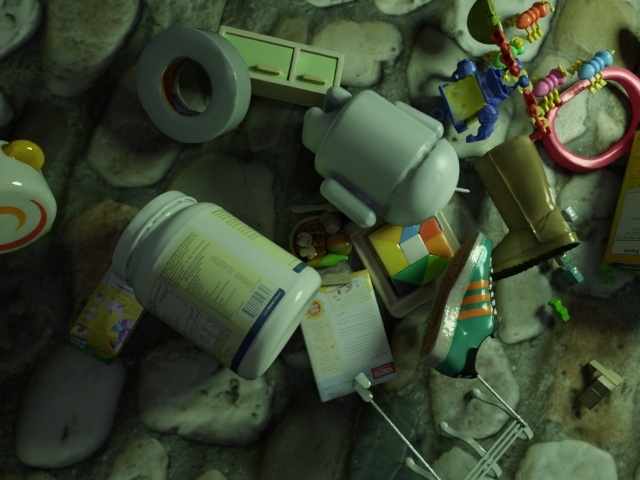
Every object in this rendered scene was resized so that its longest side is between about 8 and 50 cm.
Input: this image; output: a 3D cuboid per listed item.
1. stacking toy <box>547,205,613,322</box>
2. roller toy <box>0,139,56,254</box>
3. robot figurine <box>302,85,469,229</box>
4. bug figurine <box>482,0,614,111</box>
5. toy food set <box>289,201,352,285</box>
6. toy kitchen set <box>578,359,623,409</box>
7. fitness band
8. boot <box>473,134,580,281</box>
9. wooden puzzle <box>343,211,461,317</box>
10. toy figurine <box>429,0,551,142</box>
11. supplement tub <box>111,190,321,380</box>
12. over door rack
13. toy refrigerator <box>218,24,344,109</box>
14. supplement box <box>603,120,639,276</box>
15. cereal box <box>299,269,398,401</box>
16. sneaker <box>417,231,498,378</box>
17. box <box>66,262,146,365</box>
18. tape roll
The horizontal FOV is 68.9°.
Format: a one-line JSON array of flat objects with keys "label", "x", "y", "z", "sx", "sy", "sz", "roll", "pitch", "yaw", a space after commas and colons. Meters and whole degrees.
[{"label": "stacking toy", "x": 0.555, "y": 0.050, "z": 1.079, "sx": 0.167, "sy": 0.052, "sz": 0.221, "roll": -35, "pitch": 91, "yaw": -8}, {"label": "roller toy", "x": -0.605, "y": -0.083, "z": 0.853, "sx": 0.191, "sy": 0.209, "sz": 0.146, "roll": -16, "pitch": 59, "yaw": -40}, {"label": "robot figurine", "x": 0.130, "y": -0.164, "z": 0.950, "sx": 0.353, "sy": 0.200, "sz": 0.300, "roll": 37, "pitch": 73, "yaw": 9}, {"label": "bug figurine", "x": 0.524, "y": -0.432, "z": 1.081, "sx": 0.216, "sy": 0.072, "sz": 0.279, "roll": -41, "pitch": 75, "yaw": -4}, {"label": "toy food set", "x": 0.000, "y": 0.000, "z": 0.987, "sx": 0.132, "sy": 0.038, "sz": 0.192, "roll": -6, "pitch": 70, "yaw": -5}, {"label": "toy kitchen set", "x": 0.627, "y": 0.327, "z": 1.069, "sx": 0.083, "sy": 0.075, "sz": 0.068, "roll": -6, "pitch": 41, "yaw": -40}, {"label": "fitness band", "x": 0.668, "y": -0.291, "z": 1.131, "sx": 0.290, "sy": 0.054, "sz": 0.209, "roll": -33, "pitch": 92, "yaw": -9}, {"label": "boot", "x": 0.405, "y": -0.064, "z": 1.036, "sx": 0.236, "sy": 0.089, "sz": 0.270, "roll": -27, "pitch": 63, "yaw": 22}, {"label": "wooden puzzle", "x": 0.199, "y": 0.019, "z": 1.034, "sx": 0.221, "sy": 0.044, "sz": 0.239, "roll": -30, "pitch": 88, "yaw": -9}, {"label": "toy figurine", "x": 0.321, "y": -0.349, "z": 1.022, "sx": 0.217, "sy": 0.191, "sz": 0.363, "roll": -26, "pitch": 76, "yaw": 31}, {"label": "supplement tub", "x": -0.187, "y": 0.076, "z": 0.867, "sx": 0.324, "sy": 0.235, "sz": 0.235, "roll": 33, "pitch": 80, "yaw": 7}, {"label": "over door rack", "x": 0.243, "y": 0.343, "z": 0.954, "sx": 0.239, "sy": 0.108, "sz": 0.324, "roll": -34, "pitch": 81, "yaw": -25}, {"label": "toy refrigerator", "x": -0.091, "y": -0.372, "z": 1.013, "sx": 0.269, "sy": 0.094, "sz": 0.102, "roll": 11, "pitch": 82, "yaw": -7}, {"label": "supplement box", "x": 0.815, "y": -0.088, "z": 1.030, "sx": 0.195, "sy": 0.194, "sz": 0.357, "roll": 17, "pitch": 87, "yaw": -13}, {"label": "cereal box", "x": 0.049, "y": 0.198, "z": 0.992, "sx": 0.172, "sy": 0.047, "sz": 0.240, "roll": -14, "pitch": 86, "yaw": -10}, {"label": "sneaker", "x": 0.301, "y": 0.132, "z": 0.943, "sx": 0.121, "sy": 0.108, "sz": 0.302, "roll": 27, "pitch": 72, "yaw": -3}, {"label": "box", "x": -0.417, "y": 0.149, "z": 0.939, "sx": 0.105, "sy": 0.043, "sz": 0.179, "roll": 29, "pitch": 78, "yaw": -4}, {"label": "tape roll", "x": -0.255, "y": -0.310, "z": 0.940, "sx": 0.219, "sy": 0.072, "sz": 0.219, "roll": 5, "pitch": 111, "yaw": 12}]
